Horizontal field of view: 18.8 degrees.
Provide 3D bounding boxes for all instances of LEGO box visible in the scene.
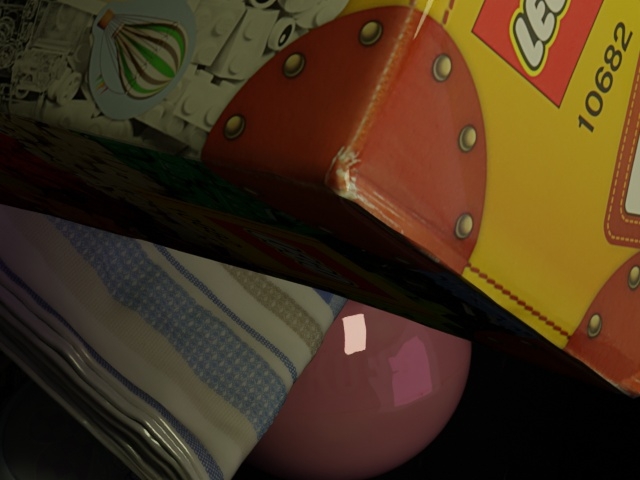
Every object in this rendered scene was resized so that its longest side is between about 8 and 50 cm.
[{"bbox_3d":[0.020,-0.237,0.750,0.193,0.372,0.500,33,76,-48],"label":"LEGO box"}]

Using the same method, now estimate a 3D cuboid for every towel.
[{"bbox_3d":[-0.088,0.012,1.084,0.034,0.209,0.285,-43,-175,31],"label":"towel"}]

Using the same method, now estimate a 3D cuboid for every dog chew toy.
[{"bbox_3d":[0.000,0.000,1.343,0.206,0.206,0.332,-49,140,-58],"label":"dog chew toy"}]

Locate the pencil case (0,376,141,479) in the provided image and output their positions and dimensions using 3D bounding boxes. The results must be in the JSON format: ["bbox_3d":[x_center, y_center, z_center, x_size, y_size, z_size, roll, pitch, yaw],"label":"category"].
[{"bbox_3d":[-0.117,0.181,1.140,0.124,0.113,0.273,-47,151,-30],"label":"pencil case"}]

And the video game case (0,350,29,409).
[{"bbox_3d":[-0.182,0.147,1.145,0.193,0.023,0.212,-51,151,-56],"label":"video game case"}]
